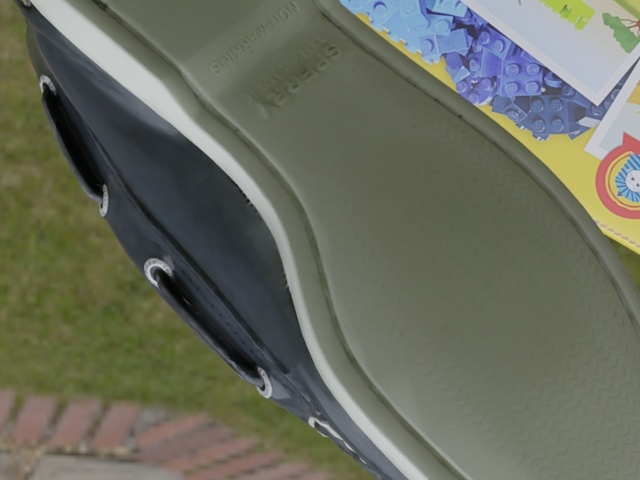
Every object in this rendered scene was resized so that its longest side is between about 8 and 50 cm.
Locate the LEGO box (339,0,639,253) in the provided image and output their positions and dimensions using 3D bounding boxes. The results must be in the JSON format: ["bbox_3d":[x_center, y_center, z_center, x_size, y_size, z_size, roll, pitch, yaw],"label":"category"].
[{"bbox_3d":[0.231,-0.190,0.954,0.500,0.193,0.372,29,107,-4],"label":"LEGO box"}]

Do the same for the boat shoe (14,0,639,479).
[{"bbox_3d":[-0.003,0.002,0.629,0.340,0.127,0.113,44,148,8],"label":"boat shoe"}]
